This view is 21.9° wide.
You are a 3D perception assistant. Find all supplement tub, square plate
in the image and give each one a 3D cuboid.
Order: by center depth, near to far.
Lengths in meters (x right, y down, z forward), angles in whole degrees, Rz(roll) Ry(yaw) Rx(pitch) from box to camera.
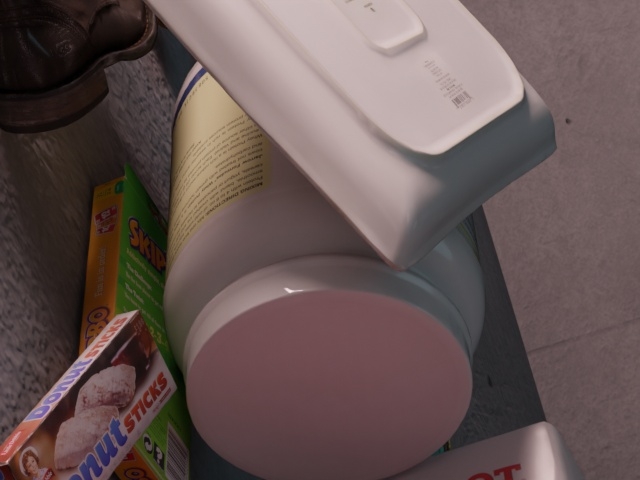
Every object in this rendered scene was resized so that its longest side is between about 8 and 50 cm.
[{"bbox_3d":[0.016,-0.163,1.188,0.344,0.049,0.347,47,30,5],"label":"square plate"},{"bbox_3d":[0.000,0.000,1.253,0.325,0.235,0.235,-93,159,-49],"label":"supplement tub"}]

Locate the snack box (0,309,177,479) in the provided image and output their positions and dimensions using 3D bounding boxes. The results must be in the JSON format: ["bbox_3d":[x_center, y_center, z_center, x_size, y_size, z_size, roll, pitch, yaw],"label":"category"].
[{"bbox_3d":[-0.146,0.115,1.035,0.064,0.022,0.178,67,30,-20],"label":"snack box"}]

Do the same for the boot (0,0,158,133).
[{"bbox_3d":[-0.189,-0.220,1.147,0.263,0.091,0.229,-78,161,-61],"label":"boot"}]

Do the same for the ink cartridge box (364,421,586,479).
[{"bbox_3d":[0.080,0.355,1.132,0.395,0.285,0.166,-96,162,-44],"label":"ink cartridge box"}]

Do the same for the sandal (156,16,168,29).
[{"bbox_3d":[-0.148,-0.240,1.518,0.219,0.060,0.090,59,14,11],"label":"sandal"}]

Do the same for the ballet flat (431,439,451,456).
[{"bbox_3d":[0.044,0.124,1.679,0.123,0.123,0.349,-59,129,-72],"label":"ballet flat"}]

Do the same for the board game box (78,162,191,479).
[{"bbox_3d":[-0.132,0.067,1.214,0.259,0.039,0.124,-90,157,-47],"label":"board game box"}]
